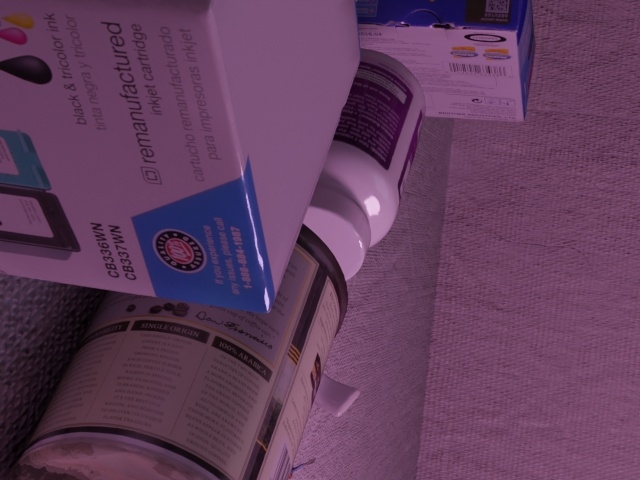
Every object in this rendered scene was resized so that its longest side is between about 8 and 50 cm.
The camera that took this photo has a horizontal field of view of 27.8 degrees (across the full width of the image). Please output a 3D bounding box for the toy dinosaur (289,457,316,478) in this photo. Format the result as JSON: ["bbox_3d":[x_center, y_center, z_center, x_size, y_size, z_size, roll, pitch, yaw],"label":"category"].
[{"bbox_3d":[-0.053,0.307,1.775,0.090,0.047,0.082,-30,144,-33],"label":"toy dinosaur"}]

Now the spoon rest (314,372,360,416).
[{"bbox_3d":[-0.015,0.108,1.715,0.137,0.084,0.276,-43,133,-39],"label":"spoon rest"}]

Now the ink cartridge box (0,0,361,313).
[{"bbox_3d":[-0.138,-0.114,0.646,0.198,0.270,0.197,81,21,-48],"label":"ink cartridge box"}]

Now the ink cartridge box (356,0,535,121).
[{"bbox_3d":[0.169,-0.315,1.876,0.395,0.270,0.151,55,42,-71],"label":"ink cartridge box"}]

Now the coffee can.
[{"bbox_3d":[-0.106,0.123,1.050,0.275,0.201,0.201,-70,161,-45],"label":"coffee can"}]

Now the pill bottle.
[{"bbox_3d":[0.024,-0.090,1.588,0.301,0.169,0.169,-70,161,-47],"label":"pill bottle"}]
